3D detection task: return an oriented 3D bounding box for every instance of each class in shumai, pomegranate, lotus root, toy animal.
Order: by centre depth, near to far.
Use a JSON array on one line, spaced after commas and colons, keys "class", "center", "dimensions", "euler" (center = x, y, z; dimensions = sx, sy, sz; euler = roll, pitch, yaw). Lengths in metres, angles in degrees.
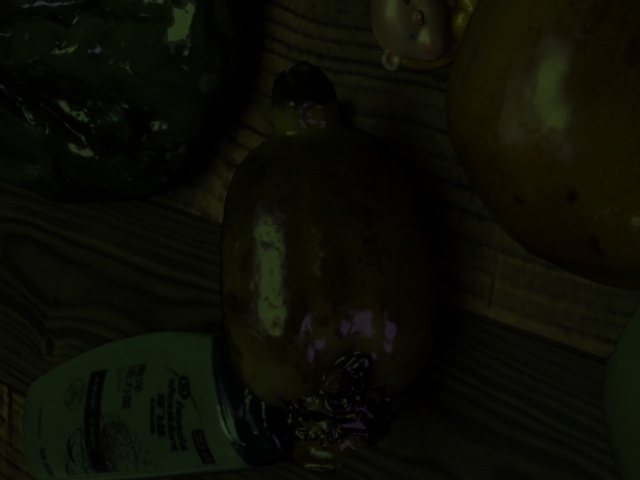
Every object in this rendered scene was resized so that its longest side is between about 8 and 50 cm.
[{"class": "pomegranate", "center": [0.184, -0.084, 0.971], "dimensions": [0.233, 0.233, 0.233], "euler": [2, 93, 46]}, {"class": "toy animal", "center": [0.078, -0.186, 1.169], "dimensions": [0.091, 0.082, 0.114], "euler": [1, 91, 44]}, {"class": "lotus root", "center": [0.005, 0.018, 1.193], "dimensions": [0.141, 0.169, 0.314], "euler": [168, 98, -82]}, {"class": "shumai", "center": [-0.292, -0.197, 1.379], "dimensions": [0.397, 0.323, 0.324], "euler": [-10, 83, 46]}]

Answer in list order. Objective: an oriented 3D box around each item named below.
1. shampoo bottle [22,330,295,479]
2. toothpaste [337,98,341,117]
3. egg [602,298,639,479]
[{"class": "shampoo bottle", "center": [-0.146, 0.151, 1.413], "dimensions": [0.359, 0.078, 0.134], "euler": [-14, 76, 45]}, {"class": "toothpaste", "center": [0.000, 0.000, 1.288], "dimensions": [0.062, 0.039, 0.239], "euler": [-4, 86, 53]}, {"class": "egg", "center": [0.304, 0.081, 0.809], "dimensions": [0.336, 0.278, 0.278], "euler": [1, 92, 45]}]
